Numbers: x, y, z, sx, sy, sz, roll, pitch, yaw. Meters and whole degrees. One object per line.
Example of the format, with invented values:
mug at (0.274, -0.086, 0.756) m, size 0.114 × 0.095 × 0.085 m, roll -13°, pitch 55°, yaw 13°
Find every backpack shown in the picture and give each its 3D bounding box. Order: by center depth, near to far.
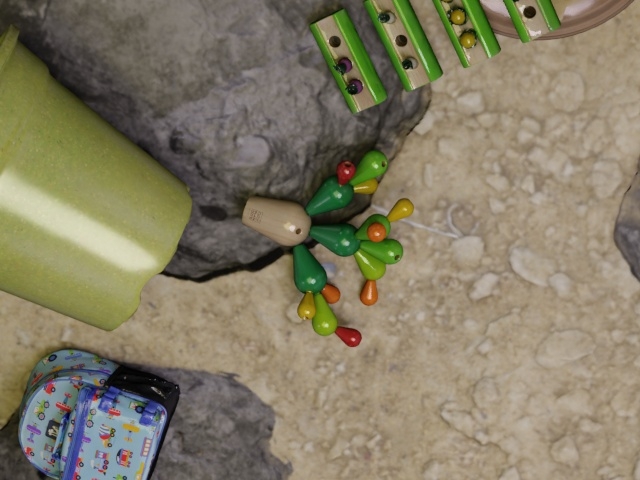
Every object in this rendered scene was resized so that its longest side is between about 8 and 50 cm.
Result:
backpack at (-0.265, 0.212, 1.510) m, size 0.173 × 0.117 × 0.158 m, roll 21°, pitch 105°, yaw 0°

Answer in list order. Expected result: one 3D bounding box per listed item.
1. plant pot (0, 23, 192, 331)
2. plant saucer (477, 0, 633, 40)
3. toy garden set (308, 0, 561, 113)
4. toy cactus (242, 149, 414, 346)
plant pot at (-0.283, -0.041, 1.381) m, size 0.254 × 0.276 × 0.276 m, roll 31°, pitch 105°, yaw -17°
plant saucer at (0.231, -0.343, 1.363) m, size 0.278 × 0.041 × 0.278 m, roll 1°, pitch 106°, yaw 2°
toy garden set at (0.091, -0.260, 1.358) m, size 0.244 × 0.049 × 0.204 m, roll -21°, pitch 104°, yaw 24°
toy cactus at (0.000, 0.000, 1.451) m, size 0.180 × 0.112 × 0.219 m, roll 18°, pitch 115°, yaw 8°
